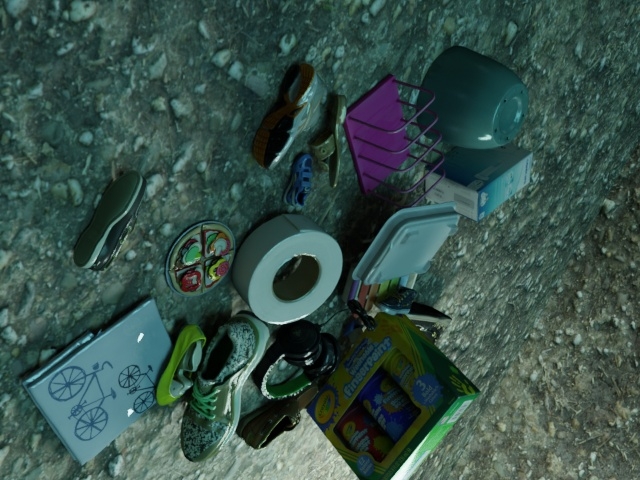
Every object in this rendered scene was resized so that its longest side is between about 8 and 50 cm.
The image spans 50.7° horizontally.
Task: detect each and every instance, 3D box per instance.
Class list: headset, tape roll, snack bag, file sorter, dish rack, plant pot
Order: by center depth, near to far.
[{"bbox_3d":[-0.482,0.320,1.576,0.342,0.037,0.323,-39,139,-28],"label":"snack bag"},{"bbox_3d":[-0.084,0.075,1.767,0.286,0.100,0.286,-19,129,-25],"label":"tape roll"},{"bbox_3d":[0.217,-0.262,1.857,0.202,0.182,0.291,-43,139,-21],"label":"file sorter"},{"bbox_3d":[-0.015,0.332,1.984,0.394,0.185,0.243,-47,142,2],"label":"headset"},{"bbox_3d":[0.267,0.021,1.989,0.332,0.072,0.286,-9,140,-45],"label":"dish rack"},{"bbox_3d":[0.468,-0.404,2.003,0.293,0.235,0.293,-26,131,-35],"label":"plant pot"}]

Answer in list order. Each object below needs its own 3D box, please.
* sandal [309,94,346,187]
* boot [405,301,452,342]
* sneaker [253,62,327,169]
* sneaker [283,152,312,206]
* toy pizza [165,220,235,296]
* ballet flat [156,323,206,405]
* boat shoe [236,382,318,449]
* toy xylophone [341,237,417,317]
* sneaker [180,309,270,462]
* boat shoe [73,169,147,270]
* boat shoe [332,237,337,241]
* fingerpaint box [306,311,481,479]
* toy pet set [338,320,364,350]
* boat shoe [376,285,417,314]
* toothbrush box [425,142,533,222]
[{"bbox_3d":[0.010,-0.257,1.738,0.079,0.088,0.240,2,108,-15],"label":"sandal"},{"bbox_3d":[0.313,0.366,2.421,0.377,0.138,0.284,16,102,-57],"label":"boot"},{"bbox_3d":[-0.058,-0.280,1.613,0.121,0.099,0.263,24,96,-57],"label":"sneaker"},{"bbox_3d":[-0.046,-0.152,1.735,0.053,0.059,0.144,1,112,-46],"label":"sneaker"},{"bbox_3d":[-0.281,0.049,1.625,0.201,0.032,0.201,-27,132,-35],"label":"toy pizza"},{"bbox_3d":[-0.338,0.317,1.656,0.077,0.077,0.231,9,106,-54],"label":"ballet flat"},{"bbox_3d":[-0.108,0.539,2.079,0.307,0.104,0.111,-32,134,-31],"label":"boat shoe"},{"bbox_3d":[0.189,0.104,2.147,0.322,0.081,0.236,-15,124,-43],"label":"toy xylophone"},{"bbox_3d":[-0.282,0.369,1.716,0.182,0.158,0.411,20,90,-67],"label":"sneaker"},{"bbox_3d":[-0.418,-0.038,1.382,0.228,0.081,0.068,-55,145,6],"label":"boat shoe"},{"bbox_3d":[0.000,0.000,1.895,0.137,0.049,0.043,23,89,-51],"label":"boat shoe"},{"bbox_3d":[0.214,0.510,2.132,0.163,0.371,0.445,9,121,-52],"label":"fingerpaint box"},{"bbox_3d":[0.086,0.315,2.207,0.122,0.065,0.114,-13,158,-40],"label":"toy pet set"},{"bbox_3d":[0.242,0.186,2.145,0.183,0.065,0.083,8,109,-58],"label":"boat shoe"},{"bbox_3d":[0.513,-0.213,2.195,0.295,0.216,0.126,-35,137,-30],"label":"toothbrush box"}]
